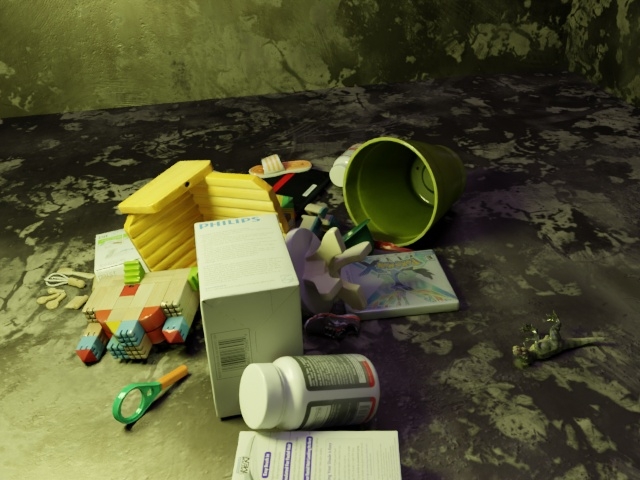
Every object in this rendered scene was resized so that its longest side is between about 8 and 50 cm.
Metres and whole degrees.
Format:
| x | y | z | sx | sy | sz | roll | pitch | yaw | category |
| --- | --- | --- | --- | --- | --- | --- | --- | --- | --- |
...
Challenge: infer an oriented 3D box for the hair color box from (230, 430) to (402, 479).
| x | y | z | sx | sy | sz | roll | pitch | yaw | category |
| --- | --- | --- | --- | --- | --- | --- | --- | --- | --- |
| -0.006 | 0.489 | 1.306 | 0.339 | 0.110 | 0.185 | 0 | 31 | 3 | hair color box |

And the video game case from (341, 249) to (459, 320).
| x | y | z | sx | sy | sz | roll | pitch | yaw | category |
| --- | --- | --- | --- | --- | --- | --- | --- | --- | --- |
| 0.221 | 0.130 | 1.968 | 0.329 | 0.036 | 0.300 | -5 | 31 | -4 | video game case |

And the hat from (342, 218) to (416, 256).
| x | y | z | sx | sy | sz | roll | pitch | yaw | category |
| --- | --- | --- | --- | --- | --- | --- | --- | --- | --- |
| 0.153 | 0.046 | 2.130 | 0.173 | 0.183 | 0.208 | -41 | 4 | -40 | hat |

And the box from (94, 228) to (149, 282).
| x | y | z | sx | sy | sz | roll | pitch | yaw | category |
| --- | --- | --- | --- | --- | --- | --- | --- | --- | --- |
| -0.573 | 0.053 | 2.062 | 0.262 | 0.126 | 0.231 | -14 | 33 | -11 | box |

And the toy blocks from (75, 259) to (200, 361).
| x | y | z | sx | sy | sz | roll | pitch | yaw | category |
| --- | --- | --- | --- | --- | --- | --- | --- | --- | --- |
| -0.500 | 0.208 | 1.761 | 0.381 | 0.190 | 0.261 | -6 | 38 | 14 | toy blocks |

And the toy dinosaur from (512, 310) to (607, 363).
| x | y | z | sx | sy | sz | roll | pitch | yaw | category |
| --- | --- | --- | --- | --- | --- | --- | --- | --- | --- |
| 0.604 | 0.255 | 1.700 | 0.268 | 0.064 | 0.118 | -11 | 46 | -14 | toy dinosaur |

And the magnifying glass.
| x | y | z | sx | sy | sz | roll | pitch | yaw | category |
| --- | --- | --- | --- | --- | --- | --- | --- | --- | --- |
| -0.413 | 0.368 | 1.583 | 0.026 | 0.092 | 0.231 | 12 | 23 | 29 | magnifying glass |

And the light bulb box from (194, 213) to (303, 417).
| x | y | z | sx | sy | sz | roll | pitch | yaw | category |
| --- | --- | --- | --- | --- | --- | --- | --- | --- | --- |
| -0.179 | 0.174 | 1.612 | 0.225 | 0.357 | 0.361 | -7 | 30 | -10 | light bulb box |

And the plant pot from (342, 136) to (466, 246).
| x | y | z | sx | sy | sz | roll | pitch | yaw | category |
| --- | --- | --- | --- | --- | --- | --- | --- | --- | --- |
| 0.328 | -0.195 | 2.259 | 0.366 | 0.366 | 0.353 | 20 | 25 | 33 | plant pot |

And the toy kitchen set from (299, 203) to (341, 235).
| x | y | z | sx | sy | sz | roll | pitch | yaw | category |
| --- | --- | --- | --- | --- | --- | --- | --- | --- | --- |
| 0.000 | 0.000 | 2.188 | 0.122 | 0.166 | 0.207 | 16 | 72 | 30 | toy kitchen set |

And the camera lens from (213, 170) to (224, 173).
| x | y | z | sx | sy | sz | roll | pitch | yaw | category |
| --- | --- | --- | --- | --- | --- | --- | --- | --- | --- |
| -0.386 | -0.138 | 2.298 | 0.274 | 0.219 | 0.219 | 18 | 36 | 32 | camera lens |

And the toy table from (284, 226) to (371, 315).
| x | y | z | sx | sy | sz | roll | pitch | yaw | category |
| --- | --- | --- | --- | --- | --- | --- | --- | --- | --- |
| 0.023 | 0.086 | 1.787 | 0.161 | 0.274 | 0.252 | -4 | 41 | 36 | toy table |

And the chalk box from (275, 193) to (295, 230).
| x | y | z | sx | sy | sz | roll | pitch | yaw | category |
| --- | --- | --- | --- | --- | --- | --- | --- | --- | --- |
| -0.230 | -0.020 | 2.123 | 0.180 | 0.179 | 0.289 | 12 | 34 | 26 | chalk box |

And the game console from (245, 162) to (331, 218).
| x | y | z | sx | sy | sz | roll | pitch | yaw | category |
| --- | --- | --- | --- | --- | --- | --- | --- | --- | --- |
| -0.169 | -0.202 | 2.565 | 0.342 | 0.060 | 0.386 | 13 | 34 | 19 | game console |

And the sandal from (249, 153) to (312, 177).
| x | y | z | sx | sy | sz | roll | pitch | yaw | category |
| --- | --- | --- | --- | --- | --- | --- | --- | --- | --- |
| -0.164 | -0.316 | 2.622 | 0.265 | 0.076 | 0.102 | -12 | 33 | -19 | sandal |

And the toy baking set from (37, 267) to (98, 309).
| x | y | z | sx | sy | sz | roll | pitch | yaw | category |
| --- | --- | --- | --- | --- | --- | --- | --- | --- | --- |
| -0.786 | 0.139 | 2.047 | 0.197 | 0.030 | 0.256 | -6 | 30 | -5 | toy baking set |

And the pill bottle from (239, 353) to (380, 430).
| x | y | z | sx | sy | sz | roll | pitch | yaw | category |
| --- | --- | --- | --- | --- | --- | --- | --- | --- | --- |
| -0.025 | 0.336 | 1.434 | 0.283 | 0.161 | 0.161 | 5 | 24 | -31 | pill bottle |

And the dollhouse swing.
| x | y | z | sx | sy | sz | roll | pitch | yaw | category |
| --- | --- | --- | --- | --- | --- | --- | --- | --- | --- |
| -0.299 | -0.006 | 1.788 | 0.305 | 0.346 | 0.315 | 22 | 54 | 41 | dollhouse swing |

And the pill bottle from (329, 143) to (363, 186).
| x | y | z | sx | sy | sz | roll | pitch | yaw | category |
| --- | --- | --- | --- | --- | --- | --- | --- | --- | --- |
| 0.124 | -0.303 | 2.636 | 0.121 | 0.121 | 0.216 | 12 | 34 | 24 | pill bottle |

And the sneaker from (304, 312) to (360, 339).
| x | y | z | sx | sy | sz | roll | pitch | yaw | category |
| --- | --- | --- | --- | --- | --- | --- | --- | --- | --- |
| 0.035 | 0.240 | 1.778 | 0.158 | 0.061 | 0.065 | -6 | 38 | -3 | sneaker |
